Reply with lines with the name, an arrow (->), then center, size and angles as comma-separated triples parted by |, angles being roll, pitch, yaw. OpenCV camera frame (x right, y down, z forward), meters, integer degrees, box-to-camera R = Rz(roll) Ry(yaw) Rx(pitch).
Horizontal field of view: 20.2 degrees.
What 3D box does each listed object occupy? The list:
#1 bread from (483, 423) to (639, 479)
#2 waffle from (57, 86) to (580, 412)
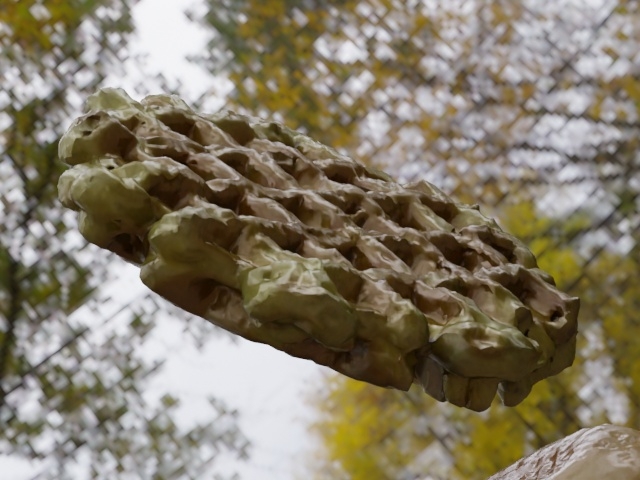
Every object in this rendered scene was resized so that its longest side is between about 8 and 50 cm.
bread -> 0.052, 0.135, 0.644 | 0.189, 0.077, 0.114 | -36, 8, 9
waffle -> 0.000, 0.000, 0.986 | 0.302, 0.325, 0.068 | 23, -72, -9
